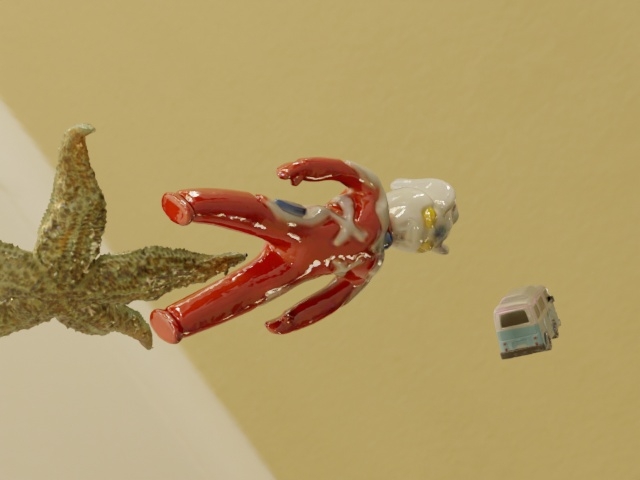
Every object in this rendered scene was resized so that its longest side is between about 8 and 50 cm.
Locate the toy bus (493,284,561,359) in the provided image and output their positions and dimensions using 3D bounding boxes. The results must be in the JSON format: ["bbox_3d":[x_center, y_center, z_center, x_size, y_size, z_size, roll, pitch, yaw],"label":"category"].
[{"bbox_3d":[0.250,0.094,1.587,0.123,0.060,0.075,-31,-74,-67],"label":"toy bus"}]

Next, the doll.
[{"bbox_3d":[0.000,0.000,1.345,0.384,0.188,0.099,-15,-148,-39],"label":"doll"}]

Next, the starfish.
[{"bbox_3d":[-0.278,0.050,1.363,0.347,0.358,0.078,35,-152,-42],"label":"starfish"}]
